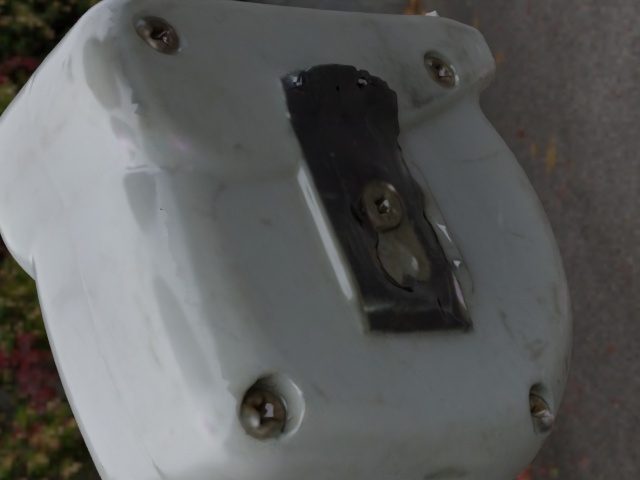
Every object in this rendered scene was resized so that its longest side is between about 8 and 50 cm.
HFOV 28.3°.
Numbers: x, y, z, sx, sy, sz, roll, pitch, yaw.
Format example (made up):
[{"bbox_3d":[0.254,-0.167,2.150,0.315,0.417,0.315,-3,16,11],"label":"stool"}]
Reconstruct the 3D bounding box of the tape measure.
[{"bbox_3d":[0.000,0.000,0.574,0.130,0.258,0.265,-39,66,38],"label":"tape measure"}]
